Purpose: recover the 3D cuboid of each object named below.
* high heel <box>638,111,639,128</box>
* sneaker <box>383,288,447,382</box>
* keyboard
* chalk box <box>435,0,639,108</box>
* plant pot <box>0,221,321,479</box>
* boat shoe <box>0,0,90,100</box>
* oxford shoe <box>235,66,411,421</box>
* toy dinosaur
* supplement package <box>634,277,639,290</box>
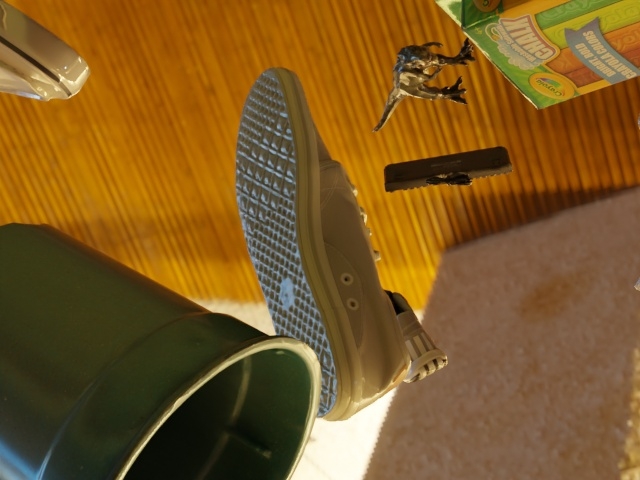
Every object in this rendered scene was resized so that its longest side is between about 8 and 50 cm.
[{"bbox_3d":[0.518,-0.153,1.695,0.244,0.082,0.117,-1,-168,-42],"label":"high heel"},{"bbox_3d":[0.100,0.130,1.891,0.086,0.132,0.229,-28,-179,-20],"label":"sneaker"},{"bbox_3d":[0.179,-0.094,1.888,0.180,0.023,0.108,-10,-158,6],"label":"keyboard"},{"bbox_3d":[0.265,-0.277,1.465,0.289,0.180,0.179,-18,-127,35],"label":"chalk box"},{"bbox_3d":[-0.235,0.164,1.366,0.334,0.341,0.341,31,-130,26],"label":"plant pot"},{"bbox_3d":[-0.292,-0.139,0.952,0.267,0.096,0.088,22,-105,13],"label":"boat shoe"},{"bbox_3d":[0.000,0.000,1.618,0.130,0.449,0.169,-4,157,-31],"label":"oxford shoe"},{"bbox_3d":[0.144,-0.218,1.810,0.118,0.064,0.268,-10,164,-10],"label":"toy dinosaur"},{"bbox_3d":[0.561,0.027,2.006,0.105,0.105,0.179,34,-146,10],"label":"supplement package"}]
